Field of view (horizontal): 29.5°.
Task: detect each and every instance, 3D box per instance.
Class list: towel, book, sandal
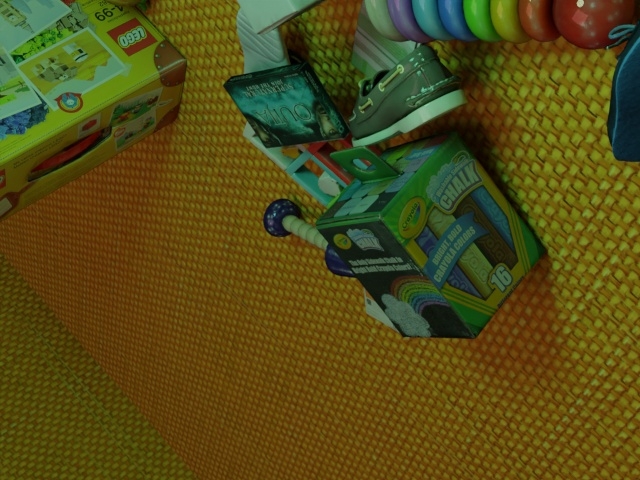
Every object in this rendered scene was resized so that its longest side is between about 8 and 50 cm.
[{"bbox_3d":[0.094,-0.272,1.703,0.113,0.023,0.152,46,152,21],"label":"towel"},{"bbox_3d":[0.116,0.088,2.025,0.096,0.035,0.144,31,143,32],"label":"book"},{"bbox_3d":[-0.064,-0.277,1.869,0.102,0.076,0.265,26,150,20],"label":"sandal"}]

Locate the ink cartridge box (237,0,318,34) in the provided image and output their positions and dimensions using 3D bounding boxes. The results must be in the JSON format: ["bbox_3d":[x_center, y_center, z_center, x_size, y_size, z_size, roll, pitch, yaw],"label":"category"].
[{"bbox_3d":[-0.051,-0.435,1.556,0.117,0.201,0.278,-12,110,59],"label":"ink cartridge box"}]

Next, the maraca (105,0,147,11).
[{"bbox_3d":[-0.346,-0.452,2.098,0.127,0.099,0.186,47,175,4],"label":"maraca"}]

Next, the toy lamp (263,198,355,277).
[{"bbox_3d":[0.000,0.000,2.021,0.274,0.080,0.080,26,140,55],"label":"toy lamp"}]

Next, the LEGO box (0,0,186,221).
[{"bbox_3d":[-0.556,-0.277,2.168,0.372,0.500,0.193,46,150,15],"label":"LEGO box"}]

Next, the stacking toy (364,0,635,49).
[{"bbox_3d":[0.215,-0.283,1.417,0.330,0.141,0.141,17,134,39],"label":"stacking toy"}]

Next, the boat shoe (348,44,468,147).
[{"bbox_3d":[0.103,-0.189,1.632,0.091,0.109,0.305,64,164,-4],"label":"boat shoe"}]

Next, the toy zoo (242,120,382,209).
[{"bbox_3d":[-0.007,-0.143,1.890,0.293,0.030,0.192,41,152,-7],"label":"toy zoo"}]

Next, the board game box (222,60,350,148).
[{"bbox_3d":[-0.051,-0.197,1.797,0.186,0.026,0.126,-2,130,51],"label":"board game box"}]

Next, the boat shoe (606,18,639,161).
[{"bbox_3d":[0.346,-0.184,1.303,0.109,0.089,0.258,5,150,-3],"label":"boat shoe"}]

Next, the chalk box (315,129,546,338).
[{"bbox_3d":[0.132,-0.027,1.677,0.289,0.179,0.180,52,154,-18],"label":"chalk box"}]
